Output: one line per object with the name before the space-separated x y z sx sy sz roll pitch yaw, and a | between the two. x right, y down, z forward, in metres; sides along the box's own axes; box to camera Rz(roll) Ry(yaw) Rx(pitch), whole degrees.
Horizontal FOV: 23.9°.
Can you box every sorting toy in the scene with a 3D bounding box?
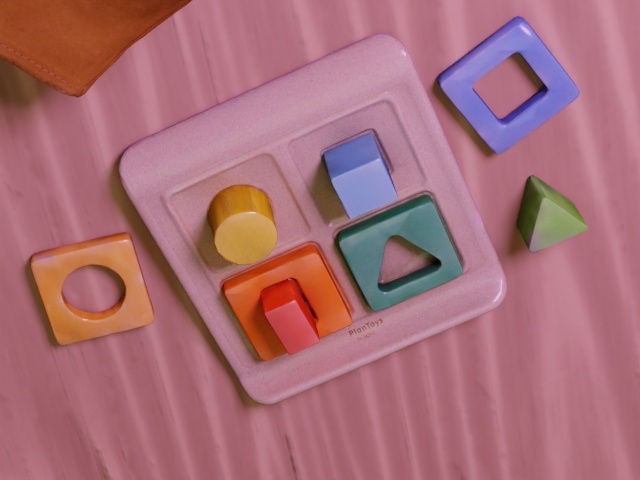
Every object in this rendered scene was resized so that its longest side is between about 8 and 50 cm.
sorting toy | 0.000 0.000 0.894 0.348 0.047 0.196 -24 120 6

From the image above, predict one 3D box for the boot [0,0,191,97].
boot | -0.169 -0.217 0.723 0.211 0.104 0.295 -38 105 28
